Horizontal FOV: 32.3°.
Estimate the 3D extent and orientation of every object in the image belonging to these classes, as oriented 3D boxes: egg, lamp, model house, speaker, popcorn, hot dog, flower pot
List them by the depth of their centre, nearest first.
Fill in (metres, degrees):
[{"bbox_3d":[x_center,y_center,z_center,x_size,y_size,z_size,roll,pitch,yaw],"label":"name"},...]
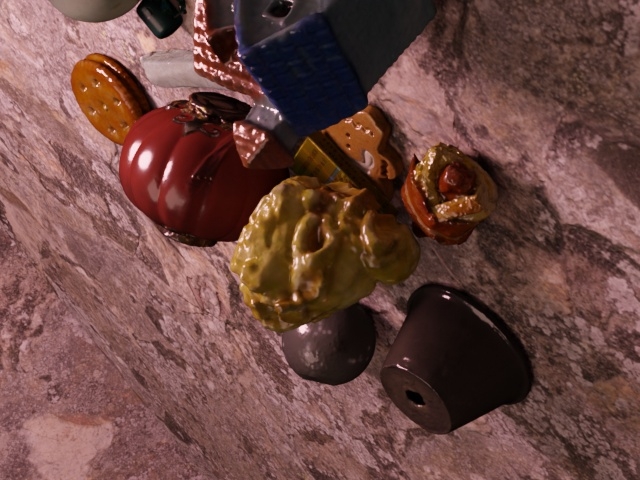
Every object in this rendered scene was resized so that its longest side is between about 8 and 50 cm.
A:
[{"bbox_3d":[-0.060,-0.270,1.429,0.295,0.329,0.252,30,170,35],"label":"model house"},{"bbox_3d":[0.181,-0.056,1.651,0.146,0.103,0.213,40,154,12],"label":"hot dog"},{"bbox_3d":[-0.005,0.005,1.737,0.225,0.286,0.174,64,-175,6],"label":"popcorn"},{"bbox_3d":[-0.390,-0.462,1.909,0.231,0.168,0.168,11,135,48],"label":"egg"},{"bbox_3d":[0.211,0.223,1.911,0.269,0.166,0.269,37,150,26],"label":"flower pot"},{"bbox_3d":[-0.201,-0.123,1.935,0.303,0.303,0.257,31,114,32],"label":"lamp"},{"bbox_3d":[-0.277,-0.402,1.937,0.075,0.060,0.094,50,153,-5],"label":"speaker"},{"bbox_3d":[-0.018,0.191,2.199,0.314,0.182,0.182,2,128,59],"label":"lamp"}]

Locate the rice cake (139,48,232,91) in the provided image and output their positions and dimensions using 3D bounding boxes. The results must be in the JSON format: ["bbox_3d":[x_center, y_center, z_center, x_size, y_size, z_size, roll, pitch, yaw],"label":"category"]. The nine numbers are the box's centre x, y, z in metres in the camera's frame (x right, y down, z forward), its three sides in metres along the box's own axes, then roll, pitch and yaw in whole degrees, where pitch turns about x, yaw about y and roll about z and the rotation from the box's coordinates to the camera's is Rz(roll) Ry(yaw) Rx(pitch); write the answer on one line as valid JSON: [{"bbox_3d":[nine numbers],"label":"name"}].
[{"bbox_3d":[-0.225,-0.308,1.980,0.336,0.063,0.066,12,133,50],"label":"rice cake"}]

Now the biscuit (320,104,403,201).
[{"bbox_3d":[0.058,-0.137,1.809,0.184,0.035,0.248,35,151,27],"label":"biscuit"}]

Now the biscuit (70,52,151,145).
[{"bbox_3d":[-0.435,-0.293,2.319,0.220,0.066,0.220,33,148,23],"label":"biscuit"}]

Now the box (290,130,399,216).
[{"bbox_3d":[0.037,-0.086,1.835,0.193,0.030,0.121,45,154,2],"label":"box"}]
